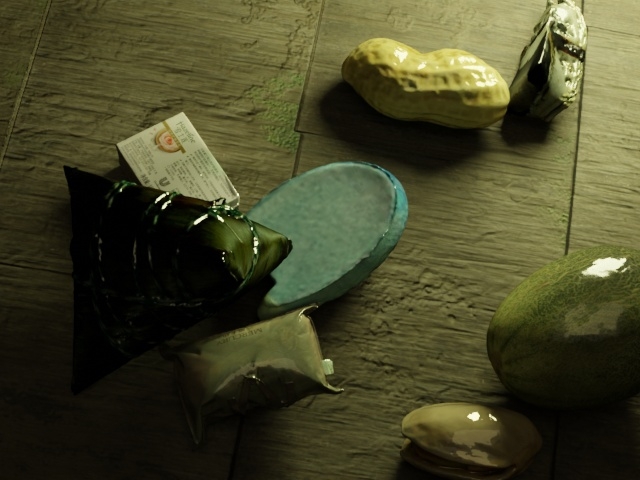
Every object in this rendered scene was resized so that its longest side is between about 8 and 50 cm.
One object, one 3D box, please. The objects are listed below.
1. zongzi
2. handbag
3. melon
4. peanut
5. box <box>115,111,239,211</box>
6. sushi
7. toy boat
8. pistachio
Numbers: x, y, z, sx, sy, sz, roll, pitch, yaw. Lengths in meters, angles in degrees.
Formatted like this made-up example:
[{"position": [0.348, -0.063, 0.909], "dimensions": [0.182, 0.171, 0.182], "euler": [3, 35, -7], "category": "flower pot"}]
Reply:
[{"position": [-0.266, 0.088, 1.805], "dimensions": [0.383, 0.319, 0.362], "euler": [10, 94, 20], "category": "zongzi"}, {"position": [-0.110, 0.210, 1.835], "dimensions": [0.270, 0.117, 0.182], "euler": [-16, 69, -3], "category": "handbag"}, {"position": [0.426, 0.143, 1.845], "dimensions": [0.329, 0.248, 0.248], "euler": [-22, 70, -8], "category": "melon"}, {"position": [0.187, -0.281, 2.074], "dimensions": [0.305, 0.147, 0.147], "euler": [8, 66, 3], "category": "peanut"}, {"position": [-0.244, -0.104, 1.982], "dimensions": [0.135, 0.081, 0.199], "euler": [-28, 74, -17], "category": "box"}, {"position": [0.435, -0.339, 2.136], "dimensions": [0.109, 0.134, 0.273], "euler": [28, 52, -7], "category": "sushi"}, {"position": [0.000, 0.000, 1.958], "dimensions": [0.330, 0.123, 0.215], "euler": [-38, 66, -7], "category": "toy boat"}, {"position": [0.237, 0.318, 1.820], "dimensions": [0.223, 0.126, 0.152], "euler": [-1, 33, 0], "category": "pistachio"}]
